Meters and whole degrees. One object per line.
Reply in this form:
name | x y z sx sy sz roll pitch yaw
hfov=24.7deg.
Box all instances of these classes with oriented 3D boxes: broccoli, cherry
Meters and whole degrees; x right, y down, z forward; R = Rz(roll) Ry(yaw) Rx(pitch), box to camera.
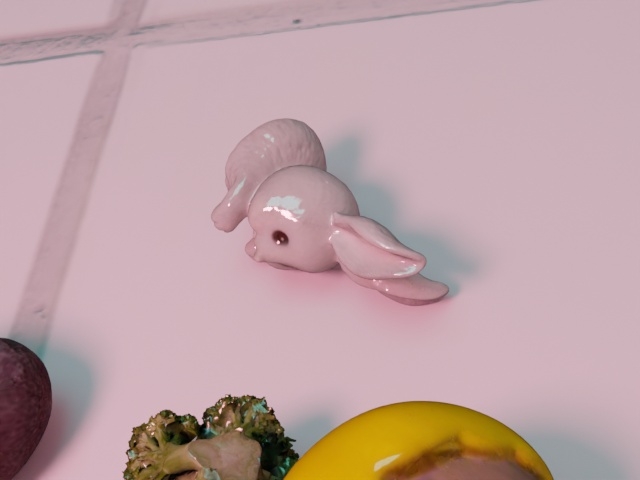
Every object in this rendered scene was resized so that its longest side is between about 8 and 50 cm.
broccoli | -0.074 0.189 1.092 0.146 0.138 0.162 -37 67 -26
cherry | -0.318 0.144 1.223 0.176 0.140 0.176 -4 62 7

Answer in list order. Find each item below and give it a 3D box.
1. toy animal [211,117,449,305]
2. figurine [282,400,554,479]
toy animal | -0.001 0.000 1.256 0.131 0.104 0.221 -32 47 -11
figurine | 0.114 0.249 0.953 0.215 0.187 0.343 -20 45 -35
